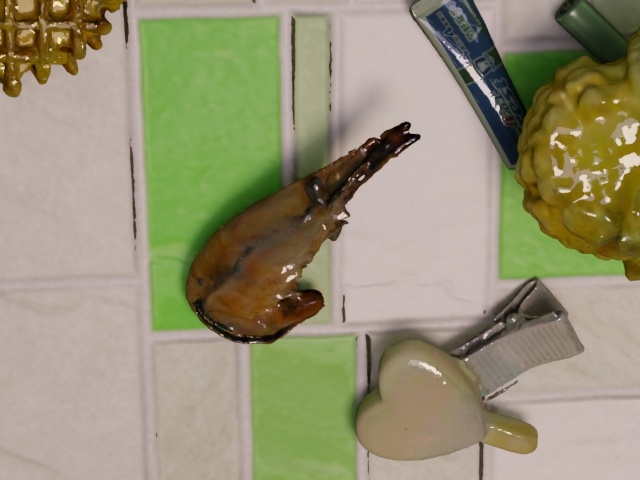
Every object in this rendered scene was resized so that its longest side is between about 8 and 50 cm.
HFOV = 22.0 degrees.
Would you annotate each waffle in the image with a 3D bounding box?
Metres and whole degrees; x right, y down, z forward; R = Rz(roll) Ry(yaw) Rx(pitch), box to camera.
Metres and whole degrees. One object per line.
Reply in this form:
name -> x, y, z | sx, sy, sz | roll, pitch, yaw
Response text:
waffle -> -0.249, -0.219, 1.311 | 0.193, 0.070, 0.197 | 27, 104, -13

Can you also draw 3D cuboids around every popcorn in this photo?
popcorn -> 0.268, -0.071, 1.351 | 0.218, 0.169, 0.189 | 13, 134, -31

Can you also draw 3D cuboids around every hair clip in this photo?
hair clip -> 0.134, 0.133, 1.475 | 0.218, 0.071, 0.159 | -32, 111, 9

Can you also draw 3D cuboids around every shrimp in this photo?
shrimp -> -0.003, -0.009, 1.413 | 0.262, 0.066, 0.117 | -34, 124, 20

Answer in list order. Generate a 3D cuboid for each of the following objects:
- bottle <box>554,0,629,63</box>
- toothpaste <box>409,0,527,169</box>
bottle -> 0.237, -0.172, 1.399 | 0.083, 0.030, 0.030 | 40, 100, -17
toothpaste -> 0.143, -0.129, 1.403 | 0.057, 0.035, 0.197 | -34, 108, -11
